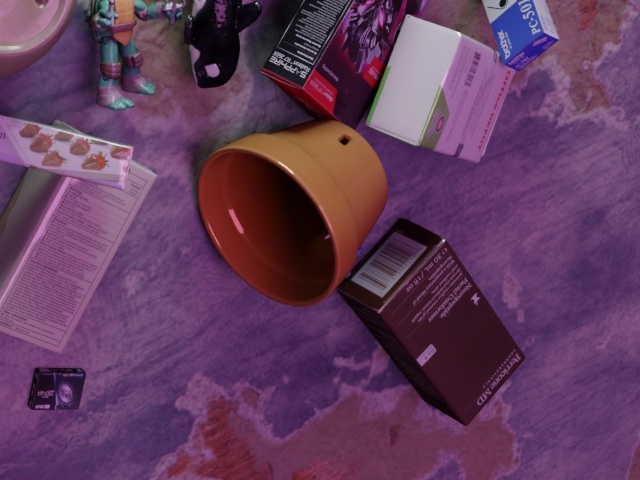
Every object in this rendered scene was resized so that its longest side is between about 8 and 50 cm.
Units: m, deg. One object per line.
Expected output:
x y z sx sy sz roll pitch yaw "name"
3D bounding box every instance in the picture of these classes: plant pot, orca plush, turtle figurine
-0.026 -0.066 2.042 0.203 0.291 0.291 -38 127 -38 "plant pot"
-0.129 -0.368 1.906 0.151 0.102 0.287 -15 115 -75 "orca plush"
-0.284 -0.317 1.840 0.175 0.118 0.234 -26 132 -43 "turtle figurine"

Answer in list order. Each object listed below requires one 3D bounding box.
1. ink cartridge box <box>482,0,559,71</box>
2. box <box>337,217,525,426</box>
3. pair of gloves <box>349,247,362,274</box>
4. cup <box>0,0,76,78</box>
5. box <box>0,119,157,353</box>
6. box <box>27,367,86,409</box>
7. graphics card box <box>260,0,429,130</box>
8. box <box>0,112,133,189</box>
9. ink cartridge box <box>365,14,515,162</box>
0.341 -0.406 2.192 0.046 0.207 0.097 16 139 -39 "ink cartridge box"
0.215 0.160 2.379 0.191 0.143 0.381 -48 130 -11 "box"
0.000 0.000 2.234 0.159 0.023 0.198 -36 124 -19 "pair of gloves"
-0.449 -0.344 1.637 0.331 0.237 0.331 -13 115 -31 "cup"
-0.393 -0.006 1.883 0.148 0.121 0.311 30 89 -39 "box"
-0.424 0.239 2.024 0.083 0.018 0.067 6 104 -37 "box"
0.070 -0.377 2.040 0.371 0.094 0.233 -61 154 -2 "graphics card box"
-0.423 -0.139 1.749 0.324 0.067 0.063 14 93 -10 "box"
0.213 -0.255 2.169 0.273 0.115 0.198 7 106 -62 "ink cartridge box"
